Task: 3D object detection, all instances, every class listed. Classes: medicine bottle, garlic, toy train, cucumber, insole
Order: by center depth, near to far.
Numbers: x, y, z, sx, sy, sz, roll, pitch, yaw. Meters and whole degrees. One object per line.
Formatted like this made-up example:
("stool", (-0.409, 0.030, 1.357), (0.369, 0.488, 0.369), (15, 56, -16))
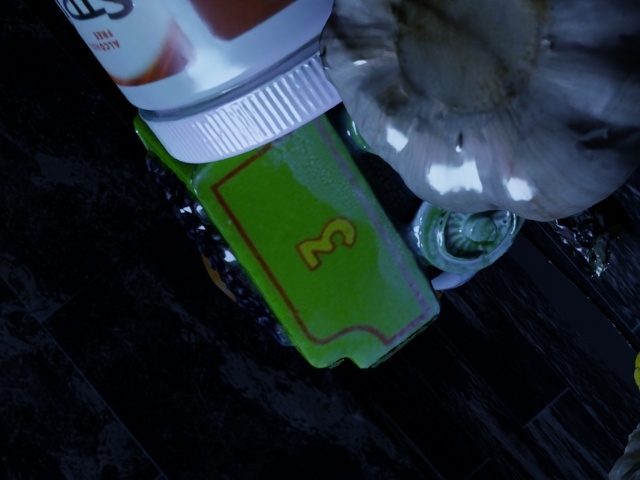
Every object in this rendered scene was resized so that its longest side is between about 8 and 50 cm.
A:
("garlic", (0.123, -0.116, 1.118), (0.218, 0.218, 0.212), (48, -156, 20))
("medicine bottle", (-0.065, -0.218, 1.295), (0.241, 0.252, 0.252), (54, 170, -20))
("cucumber", (0.166, -0.050, 1.465), (0.181, 0.053, 0.053), (49, 170, 17))
("toy train", (0.015, -0.045, 1.591), (0.307, 0.249, 0.173), (57, 171, -35))
("insole", (0.202, 0.032, 1.728), (0.322, 0.007, 0.109), (48, 168, 18))

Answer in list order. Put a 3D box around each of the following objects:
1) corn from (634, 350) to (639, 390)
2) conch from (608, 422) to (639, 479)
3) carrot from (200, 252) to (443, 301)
("corn", (0.275, 0.084, 1.411), (0.067, 0.067, 0.206), (50, 167, 9))
("conch", (0.320, 0.228, 1.356), (0.297, 0.210, 0.352), (32, -141, -18))
("carrot", (0.000, 0.000, 2.027), (0.196, 0.196, 0.254), (55, 166, -23))
